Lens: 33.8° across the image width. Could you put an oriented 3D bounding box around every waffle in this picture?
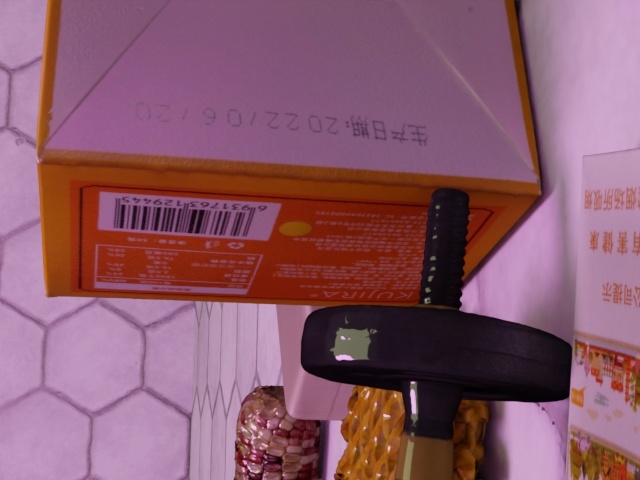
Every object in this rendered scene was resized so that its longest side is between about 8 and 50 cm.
[{"bbox_3d":[0.062,0.146,0.717,0.193,0.070,0.197,145,130,-76],"label":"waffle"}]

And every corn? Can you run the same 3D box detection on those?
[{"bbox_3d":[-0.051,0.302,1.153,0.098,0.098,0.290,-140,53,-75],"label":"corn"}]

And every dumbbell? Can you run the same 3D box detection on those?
[{"bbox_3d":[0.051,0.132,0.534,0.143,0.143,0.326,138,141,-74],"label":"dumbbell"}]

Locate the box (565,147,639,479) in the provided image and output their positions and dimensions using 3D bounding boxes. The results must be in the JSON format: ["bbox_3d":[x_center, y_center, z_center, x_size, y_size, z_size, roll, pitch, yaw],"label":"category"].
[{"bbox_3d":[0.138,0.072,0.440,0.122,0.032,0.221,-175,87,-80],"label":"box"}]

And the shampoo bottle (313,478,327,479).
[{"bbox_3d":[0.014,0.306,0.947,0.221,0.051,0.108,-106,21,-58],"label":"shampoo bottle"}]

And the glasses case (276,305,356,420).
[{"bbox_3d":[0.000,0.000,1.019,0.144,0.076,0.337,105,163,-48],"label":"glasses case"}]

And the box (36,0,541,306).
[{"bbox_3d":[-0.035,-0.104,0.699,0.214,0.283,0.260,117,153,-61],"label":"box"}]
